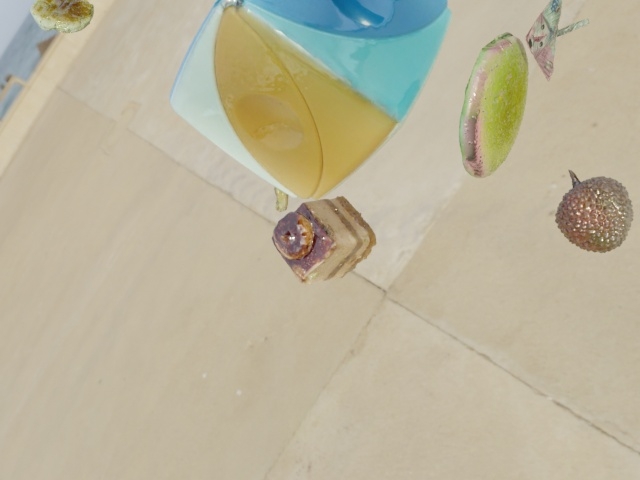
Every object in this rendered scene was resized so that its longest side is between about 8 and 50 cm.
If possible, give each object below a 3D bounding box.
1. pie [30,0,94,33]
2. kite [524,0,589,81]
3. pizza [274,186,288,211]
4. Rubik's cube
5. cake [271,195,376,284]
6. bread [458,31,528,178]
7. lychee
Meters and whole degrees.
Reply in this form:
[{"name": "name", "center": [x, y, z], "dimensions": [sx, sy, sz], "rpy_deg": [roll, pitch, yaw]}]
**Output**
[{"name": "pie", "center": [-0.362, -0.322, 0.871], "dimensions": [0.020, 0.084, 0.084], "rpy_deg": [107, 174, -55]}, {"name": "kite", "center": [0.358, -0.310, 0.939], "dimensions": [0.005, 0.152, 0.137], "rpy_deg": [34, 131, 48]}, {"name": "pizza", "center": [-0.083, -0.166, 1.398], "dimensions": [0.262, 0.034, 0.181], "rpy_deg": [103, 171, -69]}, {"name": "Rubik's cube", "center": [-0.021, -0.326, 1.100], "dimensions": [0.347, 0.352, 0.352], "rpy_deg": [-36, 27, 55]}, {"name": "cake", "center": [0.000, 0.000, 1.822], "dimensions": [0.196, 0.293, 0.199], "rpy_deg": [-45, 70, 29]}, {"name": "bread", "center": [0.277, -0.207, 0.969], "dimensions": [0.033, 0.228, 0.228], "rpy_deg": [19, 77, 34]}, {"name": "lychee", "center": [0.598, -0.067, 1.367], "dimensions": [0.165, 0.165, 0.197], "rpy_deg": [-38, 66, 28]}]
